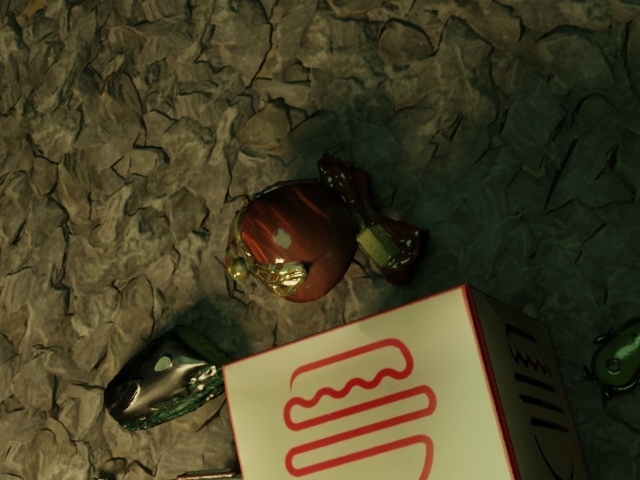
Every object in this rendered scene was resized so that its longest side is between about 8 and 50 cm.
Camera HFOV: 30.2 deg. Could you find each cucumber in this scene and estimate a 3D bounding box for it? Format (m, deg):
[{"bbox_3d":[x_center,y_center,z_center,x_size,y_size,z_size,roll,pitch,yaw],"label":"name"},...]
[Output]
[{"bbox_3d":[-0.208,0.180,1.593,0.193,0.086,0.115,-34,70,24],"label":"cucumber"}]

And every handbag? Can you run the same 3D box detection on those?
[{"bbox_3d":[0.351,0.126,1.348,0.072,0.047,0.111,45,103,24],"label":"handbag"}]

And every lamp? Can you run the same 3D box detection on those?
[{"bbox_3d":[-0.006,0.000,1.484,0.223,0.151,0.215,-42,70,11],"label":"lamp"}]

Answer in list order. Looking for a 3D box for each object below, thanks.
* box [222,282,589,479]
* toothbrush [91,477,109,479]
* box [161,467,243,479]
[{"bbox_3d":[0.110,0.250,1.295,0.312,0.314,0.300,-21,70,21],"label":"box"},{"bbox_3d":[-0.255,0.455,1.591,0.028,0.026,0.294,-23,71,4],"label":"toothbrush"},{"bbox_3d":[-0.096,0.427,1.441,0.193,0.167,0.294,-9,77,25],"label":"box"}]
